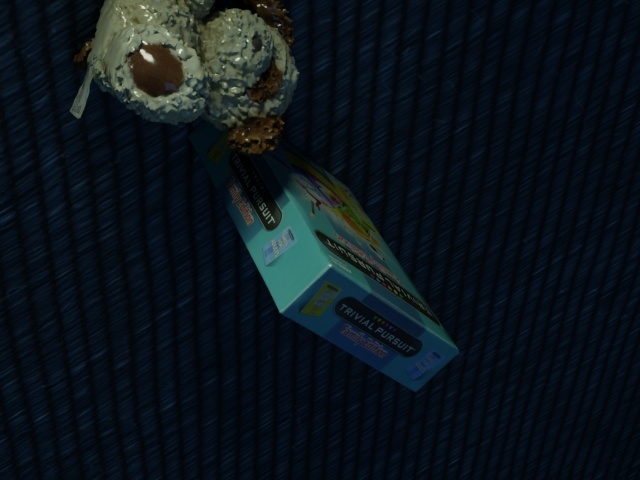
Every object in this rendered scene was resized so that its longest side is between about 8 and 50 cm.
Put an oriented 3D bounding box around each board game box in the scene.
[{"bbox_3d":[0.000,0.000,1.277,0.079,0.336,0.254,-44,134,12],"label":"board game box"}]

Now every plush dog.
[{"bbox_3d":[-0.128,-0.194,1.156,0.225,0.262,0.210,20,150,-28],"label":"plush dog"}]
